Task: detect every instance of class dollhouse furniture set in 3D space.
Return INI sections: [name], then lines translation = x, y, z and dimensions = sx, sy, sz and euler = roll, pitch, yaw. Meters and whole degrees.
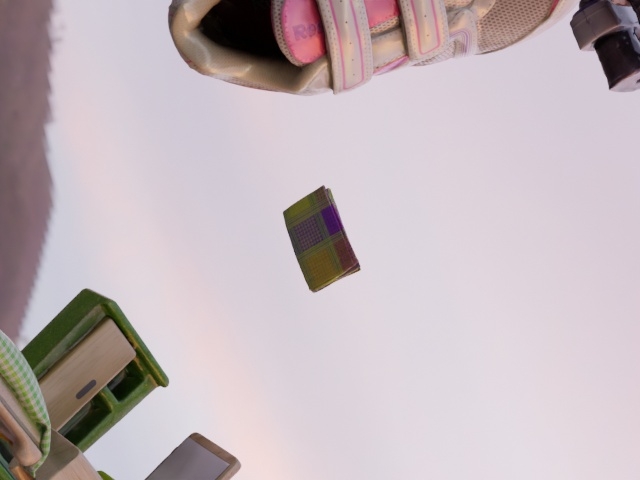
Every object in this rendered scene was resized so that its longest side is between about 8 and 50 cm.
[dollhouse furniture set]
translation = -0.196, 0.072, 1.252
dimensions = 0.197, 0.151, 0.301
euler = 25, -27, 49

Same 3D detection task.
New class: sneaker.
[sneaker]
translation = 0.026, -0.128, 0.971
dimensions = 0.111, 0.252, 0.103
euler = -50, 124, -58

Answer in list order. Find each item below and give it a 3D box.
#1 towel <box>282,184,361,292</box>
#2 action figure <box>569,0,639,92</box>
[towel]
translation = 0.000, 0.000, 1.579
dimensions = 0.060, 0.009, 0.083
euler = -31, -106, 33
[action figure]
translation = 0.172, -0.246, 1.267
dimensions = 0.185, 0.099, 0.285
euler = -41, -108, 46
